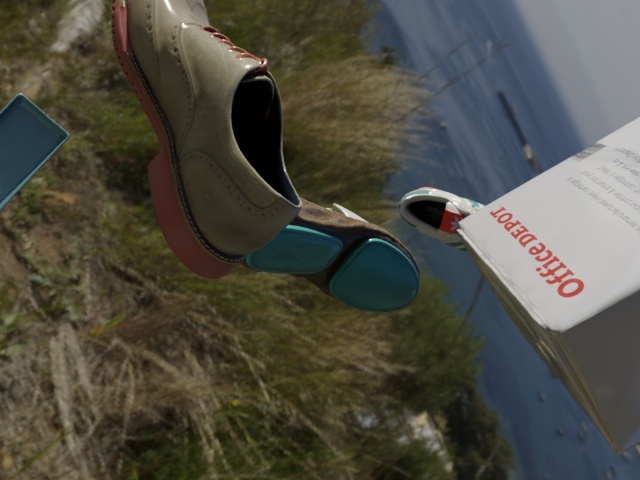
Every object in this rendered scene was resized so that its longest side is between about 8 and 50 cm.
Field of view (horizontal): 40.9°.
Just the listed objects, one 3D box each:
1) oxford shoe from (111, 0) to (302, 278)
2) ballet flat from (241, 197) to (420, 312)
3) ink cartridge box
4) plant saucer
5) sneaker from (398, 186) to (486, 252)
[{"bbox_3d":[-0.095,-0.145,0.790,0.123,0.130,0.348,11,56,-56],"label":"oxford shoe"},{"bbox_3d":[0.000,0.000,1.055,0.342,0.116,0.124,17,30,-48],"label":"ballet flat"},{"bbox_3d":[0.209,-0.004,0.482,0.092,0.219,0.160,58,4,-23],"label":"ink cartridge box"},{"bbox_3d":[-0.340,-0.057,0.858,0.067,0.192,0.018,42,-18,-13],"label":"plant saucer"},{"bbox_3d":[0.149,-0.010,0.846,0.161,0.057,0.075,23,13,21],"label":"sneaker"}]
